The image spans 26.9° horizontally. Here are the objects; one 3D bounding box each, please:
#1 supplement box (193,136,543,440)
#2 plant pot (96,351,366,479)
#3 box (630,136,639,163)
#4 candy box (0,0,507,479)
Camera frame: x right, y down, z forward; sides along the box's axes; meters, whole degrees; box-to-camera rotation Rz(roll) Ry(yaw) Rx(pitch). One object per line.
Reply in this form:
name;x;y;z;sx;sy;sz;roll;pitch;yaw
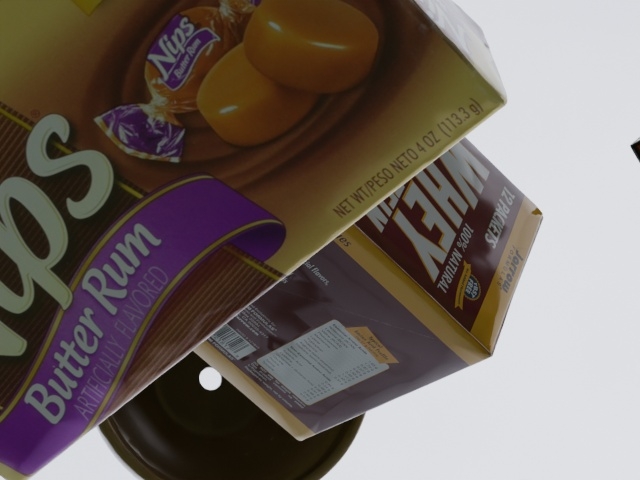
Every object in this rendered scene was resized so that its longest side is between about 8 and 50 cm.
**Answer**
supplement box;0.000;0.000;0.865;0.194;0.191;0.129;-31;-157;44
plant pot;-0.084;0.110;1.123;0.237;0.110;0.237;4;-106;-14
box;0.372;-0.124;1.124;0.207;0.114;0.036;-28;-85;41
candy box;-0.058;-0.025;0.359;0.187;0.109;0.053;-38;-153;18
